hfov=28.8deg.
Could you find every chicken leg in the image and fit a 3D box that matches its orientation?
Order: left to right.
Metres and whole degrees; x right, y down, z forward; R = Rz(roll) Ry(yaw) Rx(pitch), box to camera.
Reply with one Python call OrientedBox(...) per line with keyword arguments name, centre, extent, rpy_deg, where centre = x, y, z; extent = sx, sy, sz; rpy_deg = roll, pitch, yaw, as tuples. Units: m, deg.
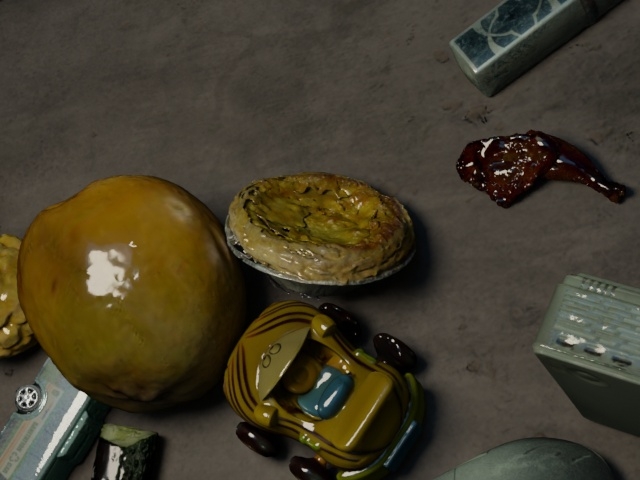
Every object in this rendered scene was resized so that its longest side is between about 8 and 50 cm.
OrientedBox(name="chicken leg", centre=(0.261, -0.086, 1.490), extent=(0.205, 0.053, 0.093), rpy_deg=(-3, 88, 30))

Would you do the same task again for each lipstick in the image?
OrientedBox(name="lipstick", centre=(0.297, -0.296, 1.559), extent=(0.289, 0.076, 0.077), rpy_deg=(-38, 59, 6))

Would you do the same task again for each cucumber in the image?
OrientedBox(name="cucumber", centre=(-0.250, 0.337, 1.494), extent=(0.074, 0.074, 0.241), rpy_deg=(0, 69, 23))

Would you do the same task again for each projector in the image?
OrientedBox(name="projector", centre=(0.336, 0.129, 1.227), extent=(0.192, 0.257, 0.099), rpy_deg=(18, 76, 30))

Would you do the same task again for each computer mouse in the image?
OrientedBox(name="computer mouse", centre=(0.135, 0.324, 1.297), extent=(0.379, 0.090, 0.167), rpy_deg=(-31, 57, -3))

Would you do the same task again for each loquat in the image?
OrientedBox(name="loquat", centre=(-0.229, 0.062, 1.512), extent=(0.276, 0.276, 0.284), rpy_deg=(-19, 63, 14))

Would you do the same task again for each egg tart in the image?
OrientedBox(name="egg tart", centre=(0.000, 0.000, 1.504), extent=(0.234, 0.094, 0.234), rpy_deg=(4, 31, -3))

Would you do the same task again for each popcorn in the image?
OrientedBox(name="popcorn", centre=(-0.435, 0.073, 1.653), extent=(0.170, 0.180, 0.180), rpy_deg=(-25, 48, 58))

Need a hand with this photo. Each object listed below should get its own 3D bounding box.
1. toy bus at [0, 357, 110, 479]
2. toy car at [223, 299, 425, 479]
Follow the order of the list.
OrientedBox(name="toy bus", centre=(-0.366, 0.273, 1.568), extent=(0.109, 0.091, 0.262), rpy_deg=(27, 80, 20))
OrientedBox(name="toy car", centre=(-0.007, 0.166, 1.426), extent=(0.248, 0.142, 0.200), rpy_deg=(26, 78, 30))
